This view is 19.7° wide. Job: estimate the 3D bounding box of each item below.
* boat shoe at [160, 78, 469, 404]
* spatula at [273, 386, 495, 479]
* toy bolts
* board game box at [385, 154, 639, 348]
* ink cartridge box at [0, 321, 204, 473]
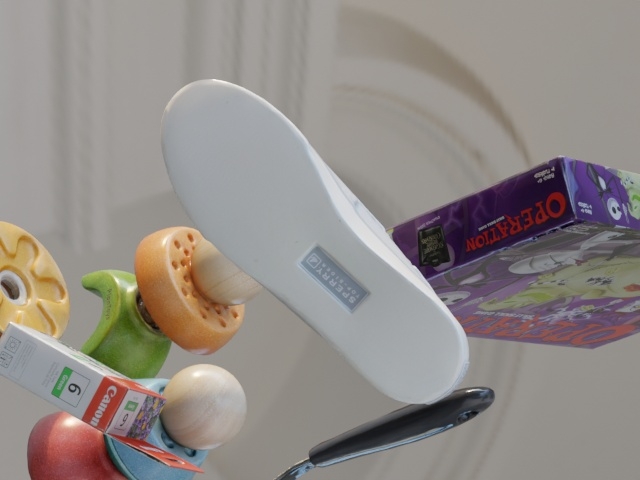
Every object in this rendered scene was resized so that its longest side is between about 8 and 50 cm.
[{"bbox_3d":[0.000,0.000,0.853,0.184,0.066,0.063,41,2,7],"label":"boat shoe"},{"bbox_3d":[-0.016,0.149,1.120,0.296,0.084,0.030,-32,-114,28],"label":"spatula"},{"bbox_3d":[-0.137,0.070,1.324,0.158,0.218,0.228,-30,-131,30],"label":"toy bolts"},{"bbox_3d":[0.179,0.018,1.274,0.208,0.347,0.056,-19,-107,37],"label":"board game box"},{"bbox_3d":[-0.112,0.083,0.969,0.115,0.029,0.063,26,-3,17],"label":"ink cartridge box"}]
